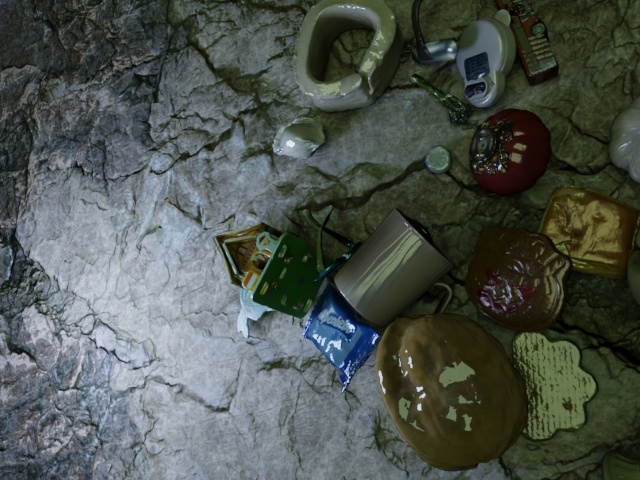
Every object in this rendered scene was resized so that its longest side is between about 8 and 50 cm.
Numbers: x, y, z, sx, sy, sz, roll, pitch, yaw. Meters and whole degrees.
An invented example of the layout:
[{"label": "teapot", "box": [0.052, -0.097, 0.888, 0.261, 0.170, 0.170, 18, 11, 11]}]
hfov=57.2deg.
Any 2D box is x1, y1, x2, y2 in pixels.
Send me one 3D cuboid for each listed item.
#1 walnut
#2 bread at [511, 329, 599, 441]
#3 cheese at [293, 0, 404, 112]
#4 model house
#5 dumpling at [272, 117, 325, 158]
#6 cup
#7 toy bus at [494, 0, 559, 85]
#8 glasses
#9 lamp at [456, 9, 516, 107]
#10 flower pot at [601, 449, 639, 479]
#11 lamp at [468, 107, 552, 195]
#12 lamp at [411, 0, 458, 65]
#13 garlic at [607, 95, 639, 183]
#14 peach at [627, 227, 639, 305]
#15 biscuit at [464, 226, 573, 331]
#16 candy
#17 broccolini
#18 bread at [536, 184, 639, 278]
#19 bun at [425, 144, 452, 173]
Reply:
[{"label": "walnut", "box": [0.321, 0.362, 1.435, 0.383, 0.383, 0.384, -3, 82, 20]}, {"label": "bread", "box": [0.589, 0.366, 1.480, 0.207, 0.056, 0.287, 0, 83, 23]}, {"label": "cheese", "box": [0.080, -0.547, 1.731, 0.292, 0.153, 0.332, 18, 91, 22]}, {"label": "model house", "box": [-0.210, 0.107, 1.689, 0.323, 0.300, 0.340, 26, 87, 31]}, {"label": "dumpling", "box": [-0.060, -0.315, 1.786, 0.188, 0.108, 0.127, -1, 56, 34]}, {"label": "cup", "box": [0.217, 0.091, 1.598, 0.273, 0.288, 0.208, -46, 35, 10]}, {"label": "toy bus", "box": [0.544, -0.624, 1.605, 0.092, 0.093, 0.409, -21, 75, 18]}, {"label": "glasses", "box": [0.034, -0.004, 1.614, 0.102, 0.239, 0.207, -5, 107, 25]}, {"label": "lamp", "box": [0.458, -0.486, 1.596, 0.179, 0.107, 0.246, 4, 95, 63]}, {"label": "flower pot", "box": [0.784, 0.531, 1.276, 0.244, 0.307, 0.308, -35, 72, 34]}, {"label": "lamp", "box": [0.493, -0.226, 1.518, 0.226, 0.227, 0.227, -3, 82, 20]}, {"label": "lamp", "box": [0.348, -0.640, 1.624, 0.203, 0.124, 0.283, 29, 94, 53]}, {"label": "garlic", "box": [0.778, -0.245, 1.435, 0.142, 0.178, 0.230, -2, 78, 38]}, {"label": "peach", "box": [0.850, 0.052, 1.320, 0.292, 0.247, 0.292, 1, 102, 6]}, {"label": "biscuit", "box": [0.499, 0.097, 1.497, 0.273, 0.049, 0.257, 24, 100, 42]}, {"label": "candy", "box": [0.042, 0.256, 1.610, 0.187, 0.077, 0.331, -61, 32, 6]}, {"label": "broccolini", "box": [0.341, -0.407, 1.684, 0.067, 0.058, 0.216, -37, 60, -24]}, {"label": "bread", "box": [0.676, -0.022, 1.475, 0.235, 0.099, 0.211, 19, 90, 22]}, {"label": "bun", "box": [0.334, -0.227, 1.656, 0.083, 0.045, 0.083, -1, 86, 19]}]
